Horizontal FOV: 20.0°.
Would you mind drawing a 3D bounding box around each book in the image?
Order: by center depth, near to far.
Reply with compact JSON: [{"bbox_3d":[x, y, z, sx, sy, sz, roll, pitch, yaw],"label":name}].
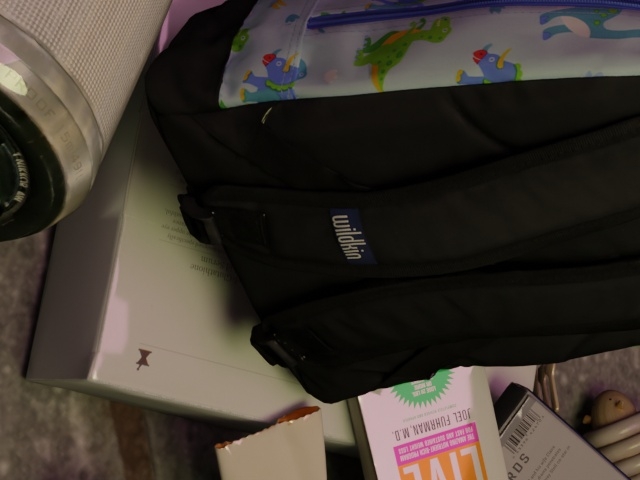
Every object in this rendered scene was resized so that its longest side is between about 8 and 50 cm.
[{"bbox_3d":[0.079,0.157,1.241,0.096,0.035,0.144,-15,96,-18],"label":"book"}]

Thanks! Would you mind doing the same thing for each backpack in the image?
[{"bbox_3d":[0.128,-0.056,1.084,0.273,0.356,0.290,-56,131,-36],"label":"backpack"}]

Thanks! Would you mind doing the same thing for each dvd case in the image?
[{"bbox_3d":[0.162,0.236,1.339,0.239,0.029,0.179,41,83,-34],"label":"dvd case"}]

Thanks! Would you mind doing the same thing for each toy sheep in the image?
[{"bbox_3d":[0.255,0.183,1.468,0.091,0.091,0.132,-18,78,-37],"label":"toy sheep"}]

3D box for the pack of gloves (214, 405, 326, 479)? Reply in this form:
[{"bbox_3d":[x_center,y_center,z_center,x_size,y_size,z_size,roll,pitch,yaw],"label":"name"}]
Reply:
[{"bbox_3d":[-0.082,0.236,1.212,0.195,0.046,0.232,-18,117,-28],"label":"pack of gloves"}]

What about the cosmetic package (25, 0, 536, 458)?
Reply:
[{"bbox_3d":[0.000,0.000,1.282,0.377,0.097,0.284,18,74,-35],"label":"cosmetic package"}]

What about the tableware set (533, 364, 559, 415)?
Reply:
[{"bbox_3d":[0.161,0.088,1.400,0.024,0.104,0.154,7,57,-20],"label":"tableware set"}]

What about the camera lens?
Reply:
[{"bbox_3d":[-0.199,-0.153,1.052,0.219,0.219,0.274,38,54,-28],"label":"camera lens"}]
